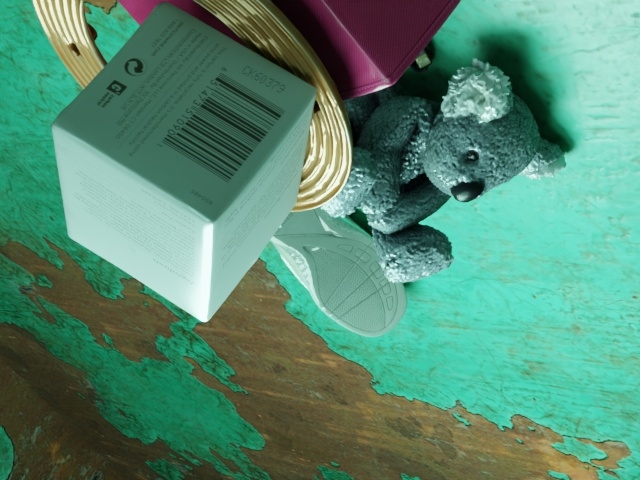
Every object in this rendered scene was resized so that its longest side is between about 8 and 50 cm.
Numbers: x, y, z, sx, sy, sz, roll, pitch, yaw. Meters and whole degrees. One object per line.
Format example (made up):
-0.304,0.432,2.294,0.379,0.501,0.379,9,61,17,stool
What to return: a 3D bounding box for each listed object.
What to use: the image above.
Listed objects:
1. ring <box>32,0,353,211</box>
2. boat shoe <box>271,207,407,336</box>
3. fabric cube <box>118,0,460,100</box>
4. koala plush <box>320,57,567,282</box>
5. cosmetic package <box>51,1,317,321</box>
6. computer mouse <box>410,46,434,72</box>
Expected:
-0.111,-0.151,1.101,0.336,0.032,0.336,28,153,15,ring
-0.003,0.001,1.709,0.320,0.118,0.103,43,-171,-21,boat shoe
-0.026,-0.288,1.098,0.258,0.254,0.259,49,150,-23,fabric cube
0.133,-0.099,1.349,0.221,0.203,0.196,-18,134,33,koala plush
-0.111,-0.061,1.043,0.151,0.151,0.184,31,152,10,cosmetic package
0.033,-0.216,1.381,0.193,0.042,0.106,-5,138,44,computer mouse
